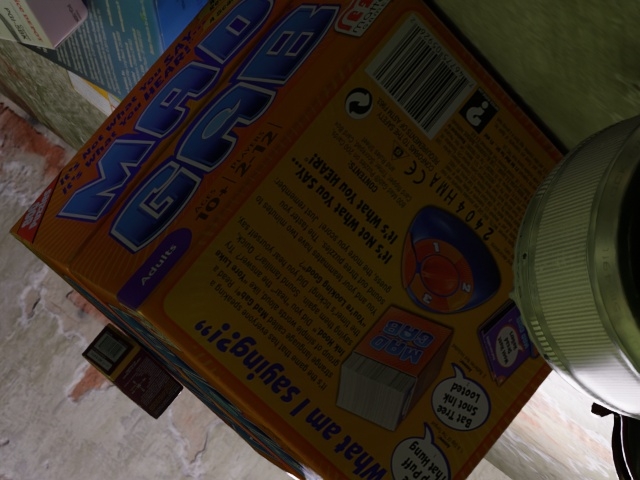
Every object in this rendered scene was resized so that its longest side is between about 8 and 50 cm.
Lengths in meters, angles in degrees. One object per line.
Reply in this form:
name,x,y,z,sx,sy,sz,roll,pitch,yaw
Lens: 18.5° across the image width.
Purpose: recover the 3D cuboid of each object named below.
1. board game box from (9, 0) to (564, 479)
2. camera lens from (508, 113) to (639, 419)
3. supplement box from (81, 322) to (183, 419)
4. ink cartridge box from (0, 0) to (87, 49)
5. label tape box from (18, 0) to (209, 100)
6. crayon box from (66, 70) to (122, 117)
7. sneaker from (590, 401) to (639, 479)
board game box,0.000,0.000,1.821,0.356,0.356,0.356,44,170,-27
camera lens,0.258,0.014,1.318,0.219,0.219,0.274,40,171,-4
supplement box,-0.179,0.124,1.866,0.055,0.043,0.083,30,167,47
ink cartridge box,-0.311,-0.251,1.958,0.135,0.056,0.099,15,145,42
label tape box,-0.258,-0.282,2.029,0.334,0.106,0.240,29,153,21
crayon box,-0.244,-0.212,2.611,0.203,0.083,0.323,39,171,5
sneaker,0.331,0.184,1.546,0.281,0.162,0.106,37,168,3
